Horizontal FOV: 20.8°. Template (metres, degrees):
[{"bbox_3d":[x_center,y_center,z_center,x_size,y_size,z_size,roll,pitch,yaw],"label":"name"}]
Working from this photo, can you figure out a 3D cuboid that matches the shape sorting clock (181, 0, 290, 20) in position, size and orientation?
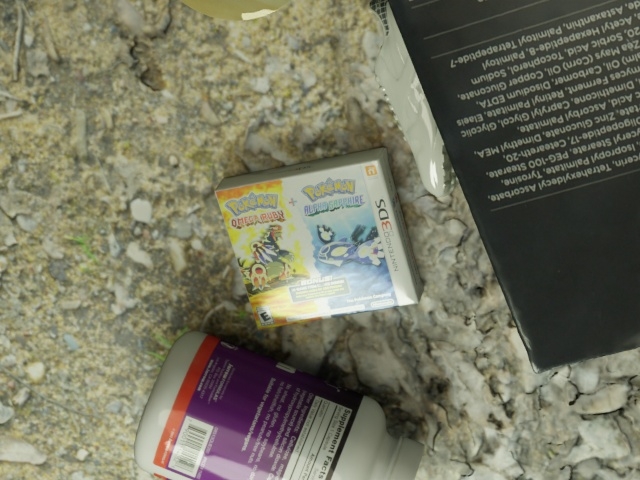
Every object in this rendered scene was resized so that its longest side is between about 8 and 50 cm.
[{"bbox_3d":[-0.096,-0.343,1.905,0.206,0.040,0.206,6,114,14],"label":"shape sorting clock"}]

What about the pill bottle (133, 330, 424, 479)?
[{"bbox_3d":[-0.048,0.241,2.078,0.323,0.181,0.181,21,116,2],"label":"pill bottle"}]

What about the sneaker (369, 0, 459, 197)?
[{"bbox_3d":[0.112,-0.162,1.926,0.095,0.090,0.235,3,111,25],"label":"sneaker"}]

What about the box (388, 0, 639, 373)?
[{"bbox_3d":[0.279,-0.213,1.637,0.297,0.480,0.472,-18,108,20],"label":"box"}]

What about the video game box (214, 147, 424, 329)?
[{"bbox_3d":[0.000,0.000,2.035,0.205,0.048,0.187,-11,108,17],"label":"video game box"}]
